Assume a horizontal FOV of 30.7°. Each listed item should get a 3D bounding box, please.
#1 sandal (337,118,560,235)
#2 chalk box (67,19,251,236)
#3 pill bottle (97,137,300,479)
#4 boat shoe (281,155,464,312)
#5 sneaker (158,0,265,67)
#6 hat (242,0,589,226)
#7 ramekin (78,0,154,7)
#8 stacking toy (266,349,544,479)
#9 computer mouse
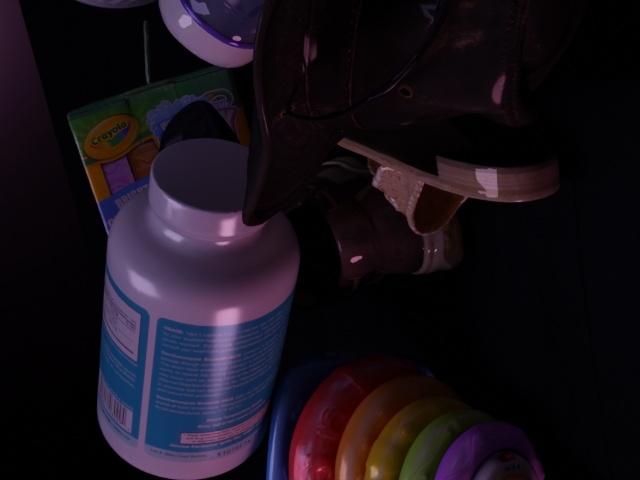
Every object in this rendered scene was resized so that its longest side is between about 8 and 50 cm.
[{"bbox_3d":[0.076,-0.038,0.804,0.240,0.088,0.079,27,128,58],"label":"sandal"},{"bbox_3d":[-0.161,-0.087,1.248,0.180,0.179,0.289,-147,39,-81],"label":"chalk box"},{"bbox_3d":[-0.096,0.053,0.911,0.146,0.146,0.264,55,144,40],"label":"pill bottle"},{"bbox_3d":[0.000,0.000,1.004,0.342,0.123,0.123,1,109,71],"label":"boat shoe"},{"bbox_3d":[-0.024,-0.302,0.825,0.236,0.130,0.322,-43,40,42],"label":"sneaker"},{"bbox_3d":[0.072,-0.132,0.607,0.134,0.331,0.331,20,148,6],"label":"hat"},{"bbox_3d":[-0.175,-0.321,1.073,0.109,0.207,0.207,13,121,57],"label":"ramekin"},{"bbox_3d":[0.103,0.187,0.888,0.302,0.175,0.165,9,95,53],"label":"stacking toy"},{"bbox_3d":[-0.119,0.009,1.126,0.184,0.060,0.262,-34,60,38],"label":"computer mouse"}]
